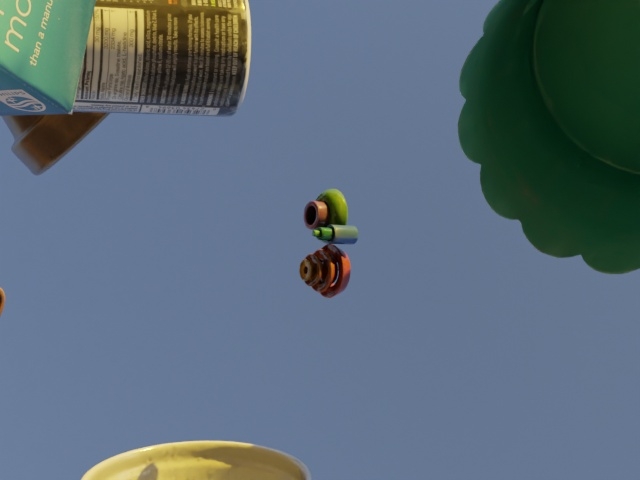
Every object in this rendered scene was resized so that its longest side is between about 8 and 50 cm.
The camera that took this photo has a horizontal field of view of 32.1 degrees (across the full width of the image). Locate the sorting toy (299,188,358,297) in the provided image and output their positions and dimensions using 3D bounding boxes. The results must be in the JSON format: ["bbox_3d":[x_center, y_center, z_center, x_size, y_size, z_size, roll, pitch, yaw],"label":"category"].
[{"bbox_3d":[0.000,0.000,0.997,0.061,0.042,0.101,-29,-117,53],"label":"sorting toy"}]

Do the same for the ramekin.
[{"bbox_3d":[-0.111,0.263,0.997,0.207,0.207,0.109,3,-82,21],"label":"ramekin"}]

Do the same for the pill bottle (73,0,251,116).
[{"bbox_3d":[-0.195,-0.182,1.018,0.246,0.130,0.130,1,-95,-16],"label":"pill bottle"}]

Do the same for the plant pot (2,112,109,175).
[{"bbox_3d":[-0.383,-0.258,1.550,0.263,0.263,0.229,-39,-73,14],"label":"plant pot"}]

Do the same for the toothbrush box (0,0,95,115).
[{"bbox_3d":[-0.218,-0.207,0.479,0.126,0.295,0.216,1,-108,25],"label":"toothbrush box"}]

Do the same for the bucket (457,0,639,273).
[{"bbox_3d":[0.268,-0.129,0.919,0.281,0.183,0.281,12,-61,23],"label":"bucket"}]

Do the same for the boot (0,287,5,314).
[{"bbox_3d":[-0.314,0.097,0.608,0.280,0.096,0.264,25,-101,33],"label":"boot"}]
